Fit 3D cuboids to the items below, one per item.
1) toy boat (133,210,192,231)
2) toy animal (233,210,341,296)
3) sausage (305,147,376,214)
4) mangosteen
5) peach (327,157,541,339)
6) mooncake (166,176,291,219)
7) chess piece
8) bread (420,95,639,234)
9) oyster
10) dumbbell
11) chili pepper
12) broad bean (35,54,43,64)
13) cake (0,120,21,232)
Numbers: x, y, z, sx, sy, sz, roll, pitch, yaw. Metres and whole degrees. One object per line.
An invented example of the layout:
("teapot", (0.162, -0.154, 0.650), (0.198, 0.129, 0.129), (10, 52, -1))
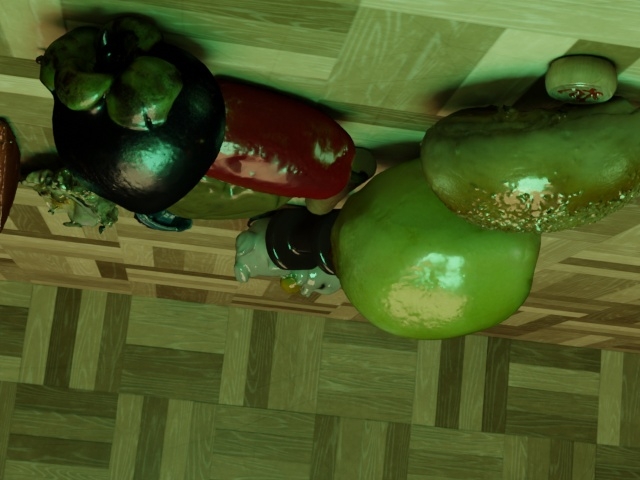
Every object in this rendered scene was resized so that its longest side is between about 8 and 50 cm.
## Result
("toy boat", (-0.322, -0.053, 2.279), (0.137, 0.060, 0.061), (15, 140, -36))
("toy animal", (-0.025, 0.035, 2.324), (0.325, 0.154, 0.208), (1, 164, -13))
("sausage", (0.025, -0.095, 1.874), (0.066, 0.066, 0.301), (8, 167, -12))
("mangosteen", (-0.229, -0.155, 1.353), (0.243, 0.243, 0.243), (6, 169, 1))
("peach", (0.181, 0.012, 1.717), (0.315, 0.281, 0.314), (-6, 172, -10))
("mooncake", (-0.159, -0.103, 1.696), (0.235, 0.117, 0.235), (-4, 156, -2))
("chess piece", (0.308, -0.189, 1.312), (0.083, 0.038, 0.083), (4, 169, 1))
("bread", (0.270, -0.091, 1.397), (0.314, 0.171, 0.192), (-3, -169, 23))
("oyster", (-0.459, -0.094, 2.071), (0.201, 0.107, 0.354), (35, 168, -27))
("dumbbell", (0.000, 0.000, 2.109), (0.140, 0.124, 0.225), (-2, -177, -32))
("chili pepper", (-0.024, -0.121, 1.567), (0.338, 0.134, 0.131), (18, 142, -33))
("broad bean", (-0.321, -0.204, 1.529), (0.070, 0.048, 0.213), (1, 168, 25))
("cake", (-0.603, -0.109, 1.867), (0.158, 0.159, 0.262), (10, 167, -8))
